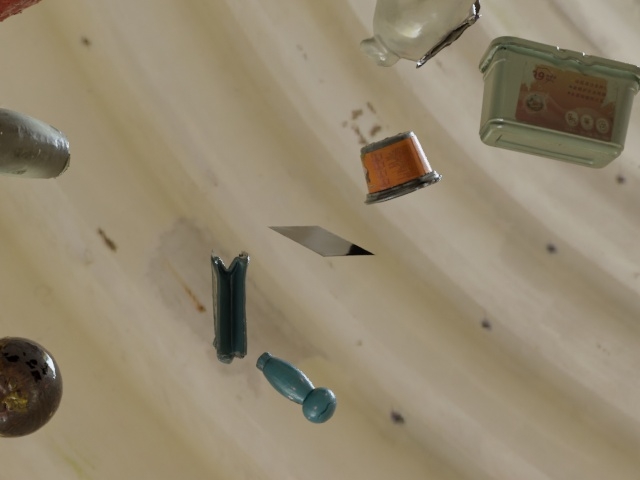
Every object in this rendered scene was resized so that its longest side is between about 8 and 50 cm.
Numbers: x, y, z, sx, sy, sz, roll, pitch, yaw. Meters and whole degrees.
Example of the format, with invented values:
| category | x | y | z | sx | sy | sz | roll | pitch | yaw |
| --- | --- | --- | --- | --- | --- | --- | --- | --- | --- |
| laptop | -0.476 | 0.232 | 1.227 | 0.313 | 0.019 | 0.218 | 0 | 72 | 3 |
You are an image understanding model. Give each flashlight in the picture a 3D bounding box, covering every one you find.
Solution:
| category | x | y | z | sx | sy | sz | roll | pitch | yaw |
| --- | --- | --- | --- | --- | --- | --- | --- | --- | --- |
| flashlight | -0.033 | 0.195 | 1.355 | 0.129 | 0.051 | 0.051 | 37 | -126 | 19 |

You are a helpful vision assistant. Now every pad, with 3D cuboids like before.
| category | x | y | z | sx | sy | sz | roll | pitch | yaw |
| --- | --- | --- | --- | --- | --- | --- | --- | --- | --- |
| pad | 0.000 | 0.000 | 1.927 | 0.127 | 0.004 | 0.190 | -1 | -163 | -38 |

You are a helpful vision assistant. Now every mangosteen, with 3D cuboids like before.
| category | x | y | z | sx | sy | sz | roll | pitch | yaw |
| --- | --- | --- | --- | --- | --- | --- | --- | --- | --- |
| mangosteen | -0.589 | 0.280 | 1.947 | 0.192 | 0.192 | 0.217 | -16 | 180 | -8 |

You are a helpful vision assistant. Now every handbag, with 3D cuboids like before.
| category | x | y | z | sx | sy | sz | roll | pitch | yaw |
| --- | --- | --- | --- | --- | --- | --- | --- | --- | --- |
| handbag | -0.147 | 0.104 | 1.644 | 0.062 | 0.179 | 0.229 | -1 | 180 | -6 |

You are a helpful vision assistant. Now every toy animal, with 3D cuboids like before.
| category | x | y | z | sx | sy | sz | roll | pitch | yaw |
| --- | --- | --- | --- | --- | --- | --- | --- | --- | --- |
| toy animal | 0.101 | -0.416 | 1.536 | 0.310 | 0.247 | 0.183 | 47 | -136 | -2 |

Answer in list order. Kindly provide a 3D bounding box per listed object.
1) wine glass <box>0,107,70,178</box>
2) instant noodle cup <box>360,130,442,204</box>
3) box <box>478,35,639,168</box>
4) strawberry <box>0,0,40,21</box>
| category | x | y | z | sx | sy | sz | roll | pitch | yaw |
| --- | --- | --- | --- | --- | --- | --- | --- | --- | --- |
| wine glass | -0.521 | -0.162 | 1.677 | 0.111 | 0.111 | 0.204 | 21 | -174 | 35 |
| instant noodle cup | 0.160 | -0.163 | 2.201 | 0.208 | 0.126 | 0.177 | -16 | -173 | 40 |
| box | 0.462 | -0.261 | 1.985 | 0.311 | 0.175 | 0.183 | 11 | -102 | -2 |
| strawberry | -0.445 | -0.453 | 1.419 | 0.257 | 0.257 | 0.277 | 25 | -135 | 38 |
